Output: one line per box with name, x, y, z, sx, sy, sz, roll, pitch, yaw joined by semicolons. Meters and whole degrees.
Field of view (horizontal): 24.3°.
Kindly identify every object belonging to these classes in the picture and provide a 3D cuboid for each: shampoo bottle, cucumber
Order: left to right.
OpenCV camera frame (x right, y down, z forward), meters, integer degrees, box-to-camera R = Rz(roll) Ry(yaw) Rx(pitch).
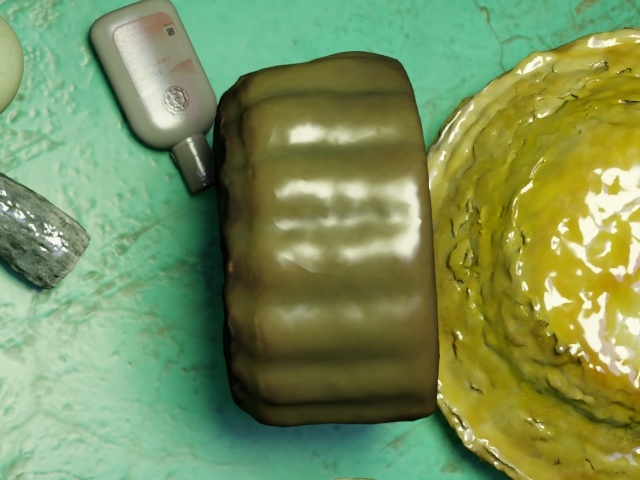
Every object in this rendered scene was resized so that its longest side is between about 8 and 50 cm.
cucumber;-0.240;-0.013;1.171;0.112;0.064;0.064;35;70;-12
shampoo bottle;-0.128;-0.119;1.244;0.080;0.040;0.165;-24;89;-25

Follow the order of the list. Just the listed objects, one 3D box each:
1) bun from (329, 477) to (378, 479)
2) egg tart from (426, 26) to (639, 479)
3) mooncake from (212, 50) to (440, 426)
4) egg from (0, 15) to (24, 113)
bun;0.070;0.292;1.127;0.287;0.287;0.146;35;114;-12
egg tart;0.277;0.018;1.246;0.443;0.178;0.443;0;80;0
mooncake;0.000;0.000;1.137;0.161;0.290;0.290;-4;81;-2
egg;-0.303;-0.130;1.139;0.152;0.114;0.114;-18;87;-20
